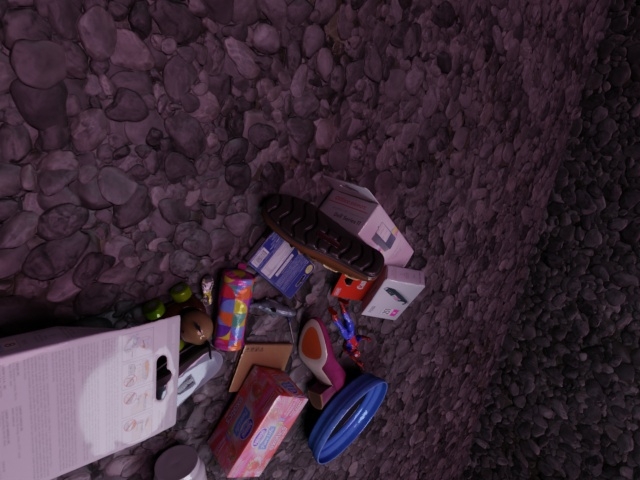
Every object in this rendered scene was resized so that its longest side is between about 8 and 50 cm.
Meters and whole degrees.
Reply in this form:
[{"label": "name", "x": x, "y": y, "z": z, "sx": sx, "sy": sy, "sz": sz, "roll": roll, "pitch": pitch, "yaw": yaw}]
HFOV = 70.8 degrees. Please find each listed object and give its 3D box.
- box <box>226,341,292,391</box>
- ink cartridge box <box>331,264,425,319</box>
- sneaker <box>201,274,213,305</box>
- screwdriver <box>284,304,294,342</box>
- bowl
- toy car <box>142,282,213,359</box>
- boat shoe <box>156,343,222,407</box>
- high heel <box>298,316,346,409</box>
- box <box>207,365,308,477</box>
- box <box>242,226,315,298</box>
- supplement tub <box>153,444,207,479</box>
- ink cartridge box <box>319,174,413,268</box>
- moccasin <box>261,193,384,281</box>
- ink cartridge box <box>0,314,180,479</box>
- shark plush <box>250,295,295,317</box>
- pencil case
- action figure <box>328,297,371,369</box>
[{"label": "box", "x": -0.193, "y": 0.407, "z": 1.453, "sx": 0.201, "sy": 0.021, "sz": 0.165, "roll": 13, "pitch": 100, "yaw": -45}, {"label": "ink cartridge box", "x": 0.177, "y": 0.166, "z": 1.468, "sx": 0.238, "sy": 0.060, "sz": 0.275, "roll": 10, "pitch": 146, "yaw": -7}, {"label": "sneaker", "x": -0.310, "y": 0.134, "z": 1.223, "sx": 0.031, "sy": 0.035, "sz": 0.084, "roll": 5, "pitch": 84, "yaw": -22}, {"label": "screwdriver", "x": -0.099, "y": 0.275, "z": 1.484, "sx": 0.025, "sy": 0.024, "sz": 0.170, "roll": -62, "pitch": 151, "yaw": -44}, {"label": "bowl", "x": 0.104, "y": 0.679, "z": 1.736, "sx": 0.391, "sy": 0.077, "sz": 0.391, "roll": -35, "pitch": 145, "yaw": -30}, {"label": "toy car", "x": -0.331, "y": 0.226, "z": 1.130, "sx": 0.148, "sy": 0.188, "sz": 0.155, "roll": -34, "pitch": 128, "yaw": -26}, {"label": "boat shoe", "x": -0.410, "y": 0.374, "z": 1.187, "sx": 0.306, "sy": 0.104, "sz": 0.113, "roll": -39, "pitch": 127, "yaw": -29}, {"label": "high heel", "x": 0.020, "y": 0.403, "z": 1.600, "sx": 0.181, "sy": 0.127, "sz": 0.378, "roll": -33, "pitch": 131, "yaw": -48}, {"label": "box", "x": -0.197, "y": 0.566, "z": 1.408, "sx": 0.142, "sy": 0.154, "sz": 0.300, "roll": 28, "pitch": 96, "yaw": -46}, {"label": "box", "x": -0.119, "y": 0.069, "z": 1.358, "sx": 0.136, "sy": 0.036, "sz": 0.225, "roll": -52, "pitch": 132, "yaw": -11}, {"label": "supplement tub", "x": -0.404, "y": 0.718, "z": 1.316, "sx": 0.144, "sy": 0.144, "sz": 0.200, "roll": -21, "pitch": 121, "yaw": -34}, {"label": "ink cartridge box", "x": 0.124, "y": -0.038, "z": 1.407, "sx": 0.119, "sy": 0.207, "sz": 0.353, "roll": -55, "pitch": 134, "yaw": -11}, {"label": "moccasin", "x": 0.001, "y": -0.003, "z": 1.286, "sx": 0.379, "sy": 0.147, "sz": 0.139, "roll": 26, "pitch": 69, "yaw": -10}, {"label": "ink cartridge box", "x": -0.503, "y": 0.327, "z": 0.976, "sx": 0.384, "sy": 0.091, "sz": 0.309, "roll": -9, "pitch": 111, "yaw": -46}, {"label": "shark plush", "x": -0.148, "y": 0.198, "z": 1.367, "sx": 0.161, "sy": 0.067, "sz": 0.073, "roll": 35, "pitch": 84, "yaw": -45}, {"label": "pencil case", "x": -0.242, "y": 0.189, "z": 1.260, "sx": 0.104, "sy": 0.104, "sz": 0.237, "roll": 2, "pitch": 107, "yaw": -42}, {"label": "action figure", "x": 0.124, "y": 0.352, "z": 1.638, "sx": 0.091, "sy": 0.139, "sz": 0.281, "roll": -37, "pitch": 132, "yaw": -22}]
